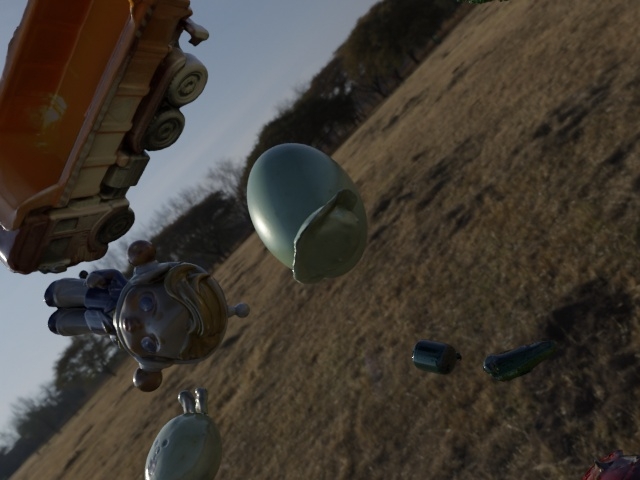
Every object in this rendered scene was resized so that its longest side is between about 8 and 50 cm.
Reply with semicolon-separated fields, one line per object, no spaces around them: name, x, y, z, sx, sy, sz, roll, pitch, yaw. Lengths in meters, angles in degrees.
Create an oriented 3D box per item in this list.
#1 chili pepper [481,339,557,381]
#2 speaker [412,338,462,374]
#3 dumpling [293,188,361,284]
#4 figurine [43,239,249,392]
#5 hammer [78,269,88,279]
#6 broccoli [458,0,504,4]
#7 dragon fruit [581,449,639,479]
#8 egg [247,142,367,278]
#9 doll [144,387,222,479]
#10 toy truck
chili pepper;0.569;0.332;1.638;0.216;0.062;0.108;-23;24;15
speaker;0.230;0.218;1.108;0.075;0.060;0.094;5;21;43
dumpling;-0.002;-0.008;1.096;0.108;0.153;0.219;52;133;48
figurine;-0.249;0.108;0.789;0.275;0.193;0.133;-22;-3;24
hammer;-0.372;0.108;1.051;0.021;0.179;0.065;-24;-51;-74
broccoli;0.195;-0.385;0.723;0.195;0.196;0.156;-53;-20;-52
dragon fruit;0.652;0.576;1.130;0.296;0.296;0.301;148;131;-63
egg;-0.034;-0.077;1.456;0.276;0.388;0.276;-26;-22;-11
doll;-0.218;0.371;0.881;0.155;0.113;0.274;-22;39;45
toy truck;-0.192;-0.093;0.454;0.270;0.114;0.135;-54;-16;26
